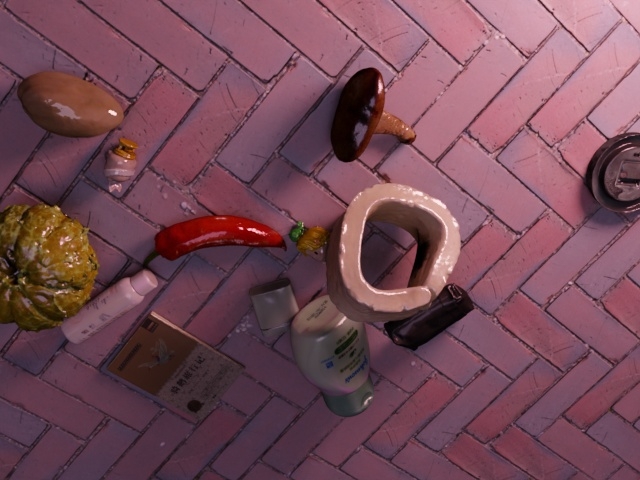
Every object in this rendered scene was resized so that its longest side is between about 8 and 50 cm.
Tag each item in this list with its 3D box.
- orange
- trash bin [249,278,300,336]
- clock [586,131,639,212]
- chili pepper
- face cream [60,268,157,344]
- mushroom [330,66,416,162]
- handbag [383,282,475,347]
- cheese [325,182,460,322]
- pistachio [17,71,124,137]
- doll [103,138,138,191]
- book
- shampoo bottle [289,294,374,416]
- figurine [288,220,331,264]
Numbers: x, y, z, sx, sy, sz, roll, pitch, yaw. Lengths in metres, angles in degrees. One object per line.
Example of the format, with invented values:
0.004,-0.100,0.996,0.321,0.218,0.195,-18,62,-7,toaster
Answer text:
-0.672,0.052,1.591,0.300,0.223,0.301,19,104,-10,orange
-0.117,0.179,1.805,0.116,0.059,0.130,-17,114,-1,trash bin
0.802,-0.178,1.776,0.215,0.042,0.215,-3,114,-6,clock
-0.272,0.002,1.693,0.369,0.092,0.137,-6,126,-2,chili pepper
-0.533,0.163,1.732,0.269,0.082,0.082,-34,114,7,face cream
0.145,-0.288,1.613,0.218,0.148,0.227,4,124,-29,mushroom
0.296,0.208,1.791,0.223,0.080,0.247,-33,159,10,handbag
0.168,0.040,1.631,0.292,0.153,0.332,20,69,-7,cheese
-0.552,-0.296,1.507,0.226,0.136,0.135,12,112,-19,pistachio
-0.479,-0.178,1.600,0.084,0.073,0.127,30,106,16,doll
-0.394,0.351,1.866,0.310,0.021,0.217,35,106,-20,book
0.046,0.328,1.830,0.222,0.151,0.349,-41,129,-33,shampoo bottle
0.000,0.000,1.738,0.156,0.115,0.095,28,143,2,figurine
